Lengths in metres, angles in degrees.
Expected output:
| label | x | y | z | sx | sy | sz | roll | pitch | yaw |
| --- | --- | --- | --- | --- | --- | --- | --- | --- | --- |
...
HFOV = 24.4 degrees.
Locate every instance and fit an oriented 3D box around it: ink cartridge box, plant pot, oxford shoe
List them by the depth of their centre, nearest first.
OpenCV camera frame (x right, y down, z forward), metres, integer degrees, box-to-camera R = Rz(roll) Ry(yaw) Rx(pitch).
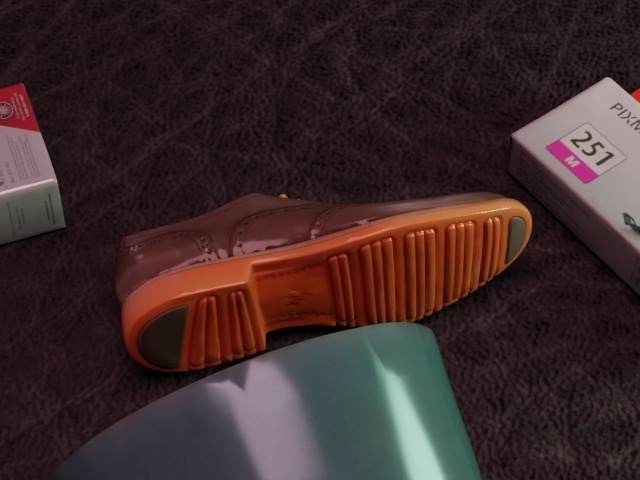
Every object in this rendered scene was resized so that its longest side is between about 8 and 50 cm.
| label | x | y | z | sx | sy | sz | roll | pitch | yaw |
| --- | --- | --- | --- | --- | --- | --- | --- | --- | --- |
| plant pot | -0.009 | 0.226 | 1.009 | 0.293 | 0.293 | 0.235 | -18 | 71 | -15 |
| oxford shoe | 0.000 | 0.000 | 1.268 | 0.364 | 0.130 | 0.132 | -11 | 47 | -11 |
| ink cartridge box | -0.333 | -0.055 | 1.327 | 0.175 | 0.072 | 0.127 | -16 | 56 | -13 |
| ink cartridge box | 0.349 | -0.051 | 1.355 | 0.239 | 0.060 | 0.275 | -32 | 60 | -21 |
